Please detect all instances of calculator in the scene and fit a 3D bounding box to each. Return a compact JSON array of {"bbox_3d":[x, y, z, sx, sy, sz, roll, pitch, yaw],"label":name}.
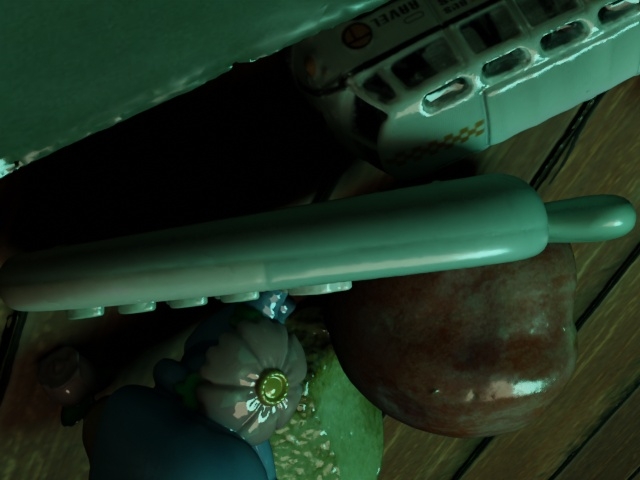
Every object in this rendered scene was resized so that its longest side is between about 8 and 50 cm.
[{"bbox_3d":[0.000,0.000,0.615,0.295,0.042,0.184,-7,-179,-10],"label":"calculator"}]

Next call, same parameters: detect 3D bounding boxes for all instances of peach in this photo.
[{"bbox_3d":[0.073,0.038,0.770,0.152,0.152,0.152,-22,150,-14],"label":"peach"}]

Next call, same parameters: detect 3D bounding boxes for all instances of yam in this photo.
[{"bbox_3d":[-0.012,0.150,0.887,0.106,0.106,0.259,-19,150,-19],"label":"yam"}]

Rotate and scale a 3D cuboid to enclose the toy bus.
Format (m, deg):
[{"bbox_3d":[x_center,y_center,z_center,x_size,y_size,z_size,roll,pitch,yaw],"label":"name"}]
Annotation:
[{"bbox_3d":[0.084,-0.097,0.596,0.193,0.089,0.087,-26,150,-5],"label":"toy bus"}]

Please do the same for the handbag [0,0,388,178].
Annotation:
[{"bbox_3d":[-0.061,-0.150,0.397,0.247,0.079,0.260,-24,150,-11],"label":"handbag"}]

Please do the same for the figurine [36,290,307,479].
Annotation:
[{"bbox_3d":[-0.077,0.095,0.734,0.178,0.144,0.114,-62,154,-14],"label":"figurine"}]
